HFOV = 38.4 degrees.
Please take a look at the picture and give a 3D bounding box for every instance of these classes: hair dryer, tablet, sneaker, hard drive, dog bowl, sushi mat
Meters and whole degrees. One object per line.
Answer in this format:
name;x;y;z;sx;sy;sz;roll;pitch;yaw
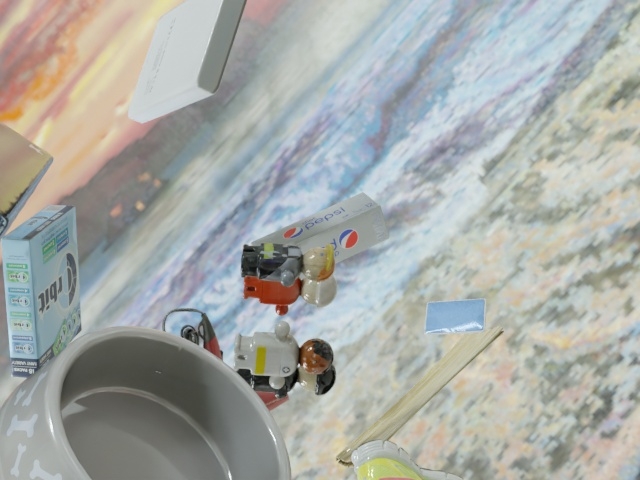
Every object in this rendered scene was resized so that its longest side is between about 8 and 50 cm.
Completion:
hair dryer;-0.194;0.272;1.757;0.224;0.293;0.080;-62;22;14
tablet;0.184;0.105;1.252;0.083;0.006;0.054;-6;51;20
sneaker;0.122;0.333;1.145;0.081;0.208;0.094;-47;27;28
hard drive;-0.254;-0.357;1.734;0.353;0.047;0.233;-4;67;59
dog bowl;-0.185;0.241;1.040;0.102;0.349;0.349;-51;-1;26
sushi mat;0.153;0.244;1.443;0.316;0.019;0.151;-39;0;-20

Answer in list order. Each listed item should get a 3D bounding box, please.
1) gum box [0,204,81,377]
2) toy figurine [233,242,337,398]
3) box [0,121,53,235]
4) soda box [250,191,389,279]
gum box;-0.361;0.062;1.201;0.157;0.041;0.184;-73;-15;-71
toy figurine;-0.043;0.113;1.309;0.209;0.148;0.213;100;174;-70
box;-0.684;0.023;1.416;0.472;0.297;0.480;-53;16;7
soda box;0.000;0.000;2.022;0.286;0.091;0.098;-25;29;-12
